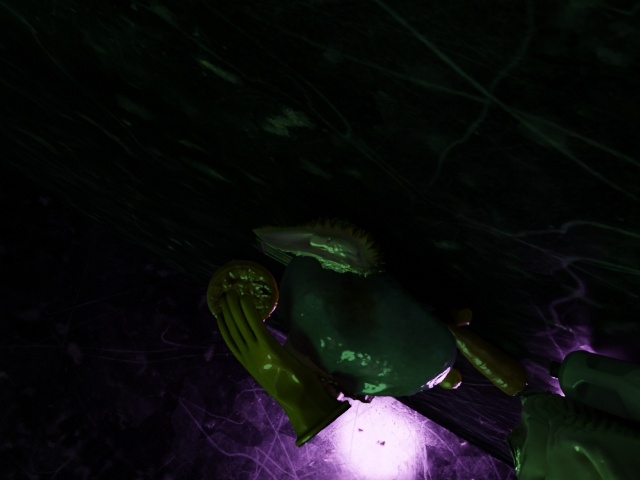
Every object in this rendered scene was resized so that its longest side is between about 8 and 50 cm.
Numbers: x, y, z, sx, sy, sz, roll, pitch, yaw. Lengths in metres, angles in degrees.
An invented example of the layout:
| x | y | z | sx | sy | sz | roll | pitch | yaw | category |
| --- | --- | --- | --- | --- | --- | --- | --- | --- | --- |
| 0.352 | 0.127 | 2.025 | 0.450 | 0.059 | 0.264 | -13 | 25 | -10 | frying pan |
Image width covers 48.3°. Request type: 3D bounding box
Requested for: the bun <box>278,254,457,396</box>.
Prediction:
| x | y | z | sx | sy | sz | roll | pitch | yaw | category |
| --- | --- | --- | --- | --- | --- | --- | --- | --- | --- |
| 0.075 | 0.155 | 1.292 | 0.362 | 0.211 | 0.362 | 36 | 176 | 3 | bun |

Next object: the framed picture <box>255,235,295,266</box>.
| x | y | z | sx | sy | sz | roll | pitch | yaw | category |
| --- | --- | --- | --- | --- | --- | --- | --- | --- | --- |
| -0.068 | 0.041 | 1.650 | 0.168 | 0.023 | 0.128 | 28 | 167 | 6 | framed picture |

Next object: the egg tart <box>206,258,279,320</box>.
| x | y | z | sx | sy | sz | roll | pitch | yaw | category |
| --- | --- | --- | --- | --- | --- | --- | --- | --- | --- |
| -0.228 | 0.147 | 2.064 | 0.202 | 0.202 | 0.147 | 32 | 180 | -9 | egg tart |

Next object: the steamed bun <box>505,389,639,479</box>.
| x | y | z | sx | sy | sz | roll | pitch | yaw | category |
| --- | --- | --- | --- | --- | --- | --- | --- | --- | --- |
| 0.469 | 0.391 | 1.123 | 0.346 | 0.237 | 0.394 | 5 | -178 | -31 | steamed bun |

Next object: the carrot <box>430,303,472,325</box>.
| x | y | z | sx | sy | sz | roll | pitch | yaw | category |
| --- | --- | --- | --- | --- | --- | --- | --- | --- | --- |
| 0.243 | 0.142 | 1.347 | 0.042 | 0.042 | 0.171 | 30 | 170 | -3 | carrot |

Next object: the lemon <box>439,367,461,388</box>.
| x | y | z | sx | sy | sz | roll | pitch | yaw | category |
| --- | --- | --- | --- | --- | --- | --- | --- | --- | --- |
| 0.341 | 0.366 | 1.912 | 0.083 | 0.062 | 0.062 | 12 | 158 | 46 | lemon |

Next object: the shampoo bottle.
| x | y | z | sx | sy | sz | roll | pitch | yaw | category |
| --- | --- | --- | --- | --- | --- | --- | --- | --- | --- |
| 0.452 | 0.225 | 1.103 | 0.118 | 0.087 | 0.234 | 25 | 171 | -32 | shampoo bottle |

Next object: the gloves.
| x | y | z | sx | sy | sz | roll | pitch | yaw | category |
| --- | --- | --- | --- | --- | --- | --- | --- | --- | --- |
| -0.080 | 0.201 | 1.226 | 0.294 | 0.116 | 0.133 | 51 | 135 | 11 | gloves |

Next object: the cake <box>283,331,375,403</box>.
| x | y | z | sx | sy | sz | roll | pitch | yaw | category |
| --- | --- | --- | --- | --- | --- | --- | --- | --- | --- |
| 0.046 | 0.245 | 1.570 | 0.196 | 0.293 | 0.199 | 12 | 159 | 35 | cake |

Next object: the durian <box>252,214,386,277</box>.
| x | y | z | sx | sy | sz | roll | pitch | yaw | category |
| --- | --- | --- | --- | --- | --- | --- | --- | --- | --- |
| 0.003 | -0.008 | 1.157 | 0.224 | 0.078 | 0.140 | 14 | -162 | -5 | durian |

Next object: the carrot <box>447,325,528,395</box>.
| x | y | z | sx | sy | sz | roll | pitch | yaw | category |
| --- | --- | --- | --- | --- | --- | --- | --- | --- | --- |
| 0.332 | 0.230 | 1.448 | 0.205 | 0.072 | 0.072 | 40 | 164 | -16 | carrot |
